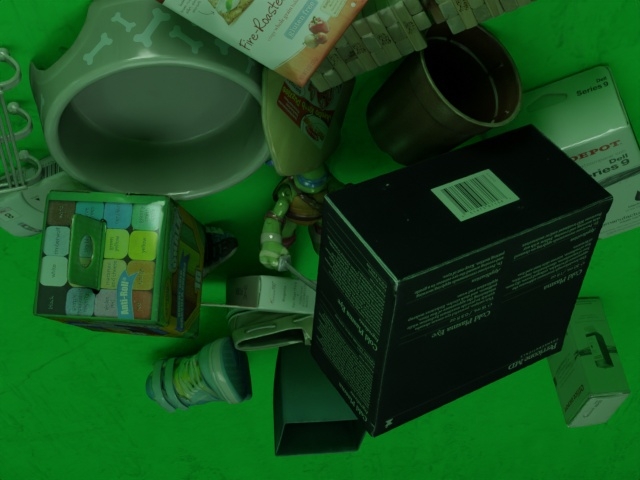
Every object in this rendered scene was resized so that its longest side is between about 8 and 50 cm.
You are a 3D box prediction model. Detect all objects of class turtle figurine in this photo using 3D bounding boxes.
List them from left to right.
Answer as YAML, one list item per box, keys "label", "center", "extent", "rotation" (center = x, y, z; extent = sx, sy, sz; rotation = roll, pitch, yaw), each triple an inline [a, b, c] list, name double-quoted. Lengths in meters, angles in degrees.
- label: "turtle figurine"
  center: [0.000, 0.000, 1.614]
  extent: [0.274, 0.198, 0.266]
  rotation: [37, 162, 3]

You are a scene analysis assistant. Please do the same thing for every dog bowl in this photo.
- label: "dog bowl"
  center: [-0.210, -0.175, 1.409]
  extent: [0.348, 0.102, 0.349]
  rotation: [-6, 149, -4]

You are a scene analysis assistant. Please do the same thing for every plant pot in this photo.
- label: "plant pot"
  center: [-0.010, 0.274, 2.047]
  extent: [0.165, 0.234, 0.166]
  rotation: [-1, 147, -10]
- label: "plant pot"
  center: [0.157, -0.188, 1.428]
  extent: [0.167, 0.167, 0.165]
  rotation: [11, 151, -28]

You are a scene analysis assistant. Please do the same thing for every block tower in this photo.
- label: "block tower"
  center: [0.124, -0.300, 1.290]
  extent: [0.335, 0.097, 0.091]
  rotation: [-21, 142, 17]

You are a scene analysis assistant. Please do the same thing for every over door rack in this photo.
- label: "over door rack"
  center: [-0.541, -0.123, 1.381]
  extent: [0.324, 0.108, 0.239]
  rotation: [-22, 153, -18]

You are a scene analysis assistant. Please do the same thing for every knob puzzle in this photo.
- label: "knob puzzle"
  center: [-0.030, -0.174, 1.388]
  extent: [0.030, 0.213, 0.213]
  rotation: [7, 159, 33]

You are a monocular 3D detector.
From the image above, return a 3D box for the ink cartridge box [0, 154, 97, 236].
- label: "ink cartridge box"
  center: [-0.377, -0.043, 1.626]
  extent: [0.189, 0.066, 0.232]
  rotation: [-20, 143, 19]

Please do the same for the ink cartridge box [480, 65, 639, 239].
- label: "ink cartridge box"
  center: [0.385, -0.112, 1.627]
  extent: [0.211, 0.122, 0.289]
  rotation: [-20, 146, 18]

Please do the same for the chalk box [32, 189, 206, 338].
- label: "chalk box"
  center: [-0.282, 0.033, 1.484]
  extent: [0.179, 0.180, 0.289]
  rotation: [3, 171, 7]

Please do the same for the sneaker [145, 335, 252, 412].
- label: "sneaker"
  center: [-0.248, 0.267, 2.037]
  extent: [0.208, 0.127, 0.319]
  rotation: [-7, 164, 2]

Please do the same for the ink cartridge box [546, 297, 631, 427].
- label: "ink cartridge box"
  center: [0.534, 0.248, 2.147]
  extent: [0.092, 0.218, 0.159]
  rotation: [-3, 148, -9]

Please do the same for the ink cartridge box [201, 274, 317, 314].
- label: "ink cartridge box"
  center: [-0.128, 0.088, 1.774]
  extent: [0.238, 0.060, 0.275]
  rotation: [7, 175, -16]

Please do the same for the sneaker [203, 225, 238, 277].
- label: "sneaker"
  center: [-0.203, 0.031, 1.784]
  extent: [0.190, 0.071, 0.083]
  rotation: [-20, 154, 34]

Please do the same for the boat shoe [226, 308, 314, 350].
- label: "boat shoe"
  center: [-0.024, 0.153, 1.982]
  extent: [0.302, 0.094, 0.109]
  rotation: [-7, 148, -2]

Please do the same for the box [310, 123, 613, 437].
- label: "box"
  center: [0.179, 0.053, 1.439]
  extent: [0.343, 0.179, 0.313]
  rotation: [-20, 138, -24]

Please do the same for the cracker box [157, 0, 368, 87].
- label: "cracker box"
  center: [-0.073, -0.297, 1.188]
  extent: [0.232, 0.067, 0.156]
  rotation: [29, 126, -16]
